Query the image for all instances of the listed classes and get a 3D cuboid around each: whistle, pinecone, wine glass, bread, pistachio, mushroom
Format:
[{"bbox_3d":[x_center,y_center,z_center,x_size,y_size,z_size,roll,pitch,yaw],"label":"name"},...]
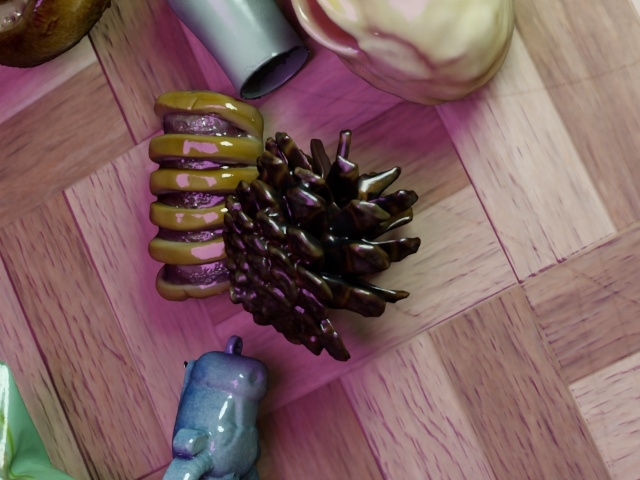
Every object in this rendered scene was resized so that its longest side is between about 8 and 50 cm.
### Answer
[{"bbox_3d":[-0.112,0.230,1.656,0.093,0.180,0.269,5,84,25],"label":"whistle"},{"bbox_3d":[0.002,-0.002,1.585,0.202,0.229,0.201,25,66,6],"label":"pinecone"},{"bbox_3d":[-0.107,-0.262,1.690,0.103,0.103,0.231,-41,74,20],"label":"wine glass"},{"bbox_3d":[-0.124,-0.047,1.709,0.134,0.081,0.225,0,90,25],"label":"bread"},{"bbox_3d":[0.071,-0.279,1.563,0.193,0.213,0.318,-50,55,61],"label":"pistachio"},{"bbox_3d":[-0.322,-0.314,1.754,0.253,0.153,0.253,6,99,45],"label":"mushroom"}]

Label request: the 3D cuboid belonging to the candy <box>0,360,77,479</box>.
[{"bbox_3d":[-0.296,0.341,1.757,0.398,0.172,0.263,42,112,7],"label":"candy"}]
